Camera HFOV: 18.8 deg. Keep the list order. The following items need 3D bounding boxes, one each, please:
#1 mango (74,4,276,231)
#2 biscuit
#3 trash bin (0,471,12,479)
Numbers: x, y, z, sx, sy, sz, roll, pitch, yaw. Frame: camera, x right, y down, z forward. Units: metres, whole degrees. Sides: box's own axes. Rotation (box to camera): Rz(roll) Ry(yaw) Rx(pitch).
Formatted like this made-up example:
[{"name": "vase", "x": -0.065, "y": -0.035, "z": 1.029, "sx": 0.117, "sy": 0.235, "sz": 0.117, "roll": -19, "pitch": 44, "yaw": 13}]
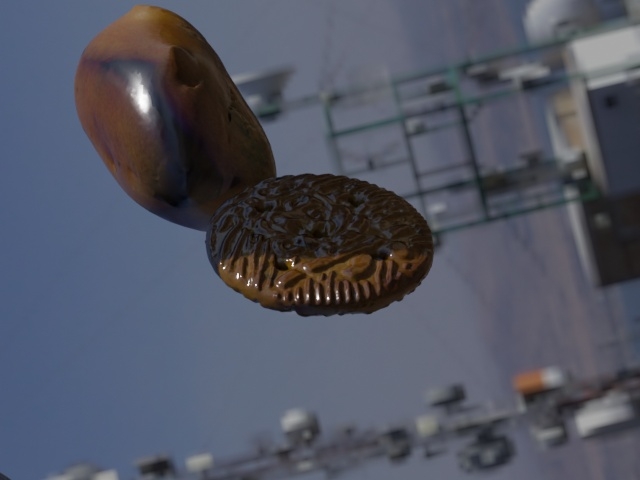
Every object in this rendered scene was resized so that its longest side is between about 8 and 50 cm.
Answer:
[{"name": "mango", "x": -0.149, "y": -0.121, "z": 1.931, "sx": 0.287, "sy": 0.153, "sz": 0.201, "roll": 49, "pitch": 149, "yaw": 48}, {"name": "biscuit", "x": 0.000, "y": -0.001, "z": 1.573, "sx": 0.188, "sy": 0.188, "sz": 0.027, "roll": -98, "pitch": 9, "yaw": -55}, {"name": "trash bin", "x": -0.472, "y": 0.402, "z": 2.030, "sx": 0.259, "sy": 0.381, "sz": 0.295, "roll": 40, "pitch": -179, "yaw": -27}]
